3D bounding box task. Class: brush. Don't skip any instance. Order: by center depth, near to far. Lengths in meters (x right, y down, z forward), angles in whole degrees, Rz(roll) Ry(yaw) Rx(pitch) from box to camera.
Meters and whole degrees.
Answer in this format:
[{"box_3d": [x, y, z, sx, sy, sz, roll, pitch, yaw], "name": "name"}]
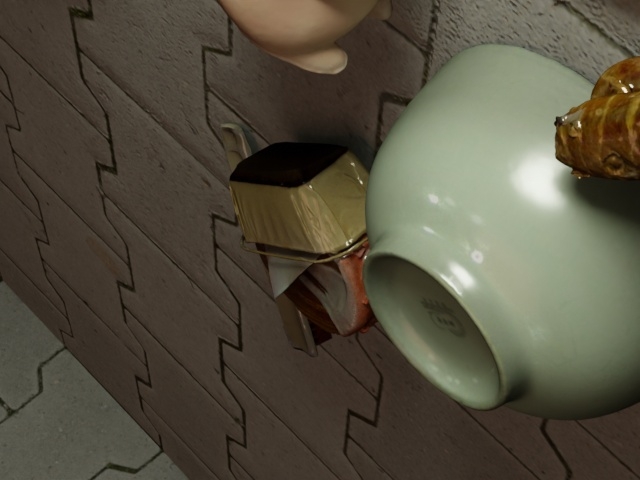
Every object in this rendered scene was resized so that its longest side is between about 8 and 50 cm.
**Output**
[{"box_3d": [-0.052, -0.003, 1.840, 0.060, 0.050, 0.321, 20, 134, 57], "name": "brush"}]

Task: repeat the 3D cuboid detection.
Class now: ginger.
[{"box_3d": [0.253, -0.086, 1.057, 0.162, 0.103, 0.073, 4, 133, 49], "name": "ginger"}]

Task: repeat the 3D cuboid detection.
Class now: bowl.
[{"box_3d": [0.161, 0.026, 1.280, 0.354, 0.185, 0.354, 42, 155, 24], "name": "bowl"}]

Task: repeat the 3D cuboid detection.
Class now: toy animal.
[{"box_3d": [-0.018, -0.276, 1.175, 0.213, 0.195, 0.256, 42, 154, 5], "name": "toy animal"}]

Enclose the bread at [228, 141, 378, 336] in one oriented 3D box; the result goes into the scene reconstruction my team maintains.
[{"box_3d": [0.000, 0.000, 1.610, 0.224, 0.142, 0.212, 10, 130, 57], "name": "bread"}]
